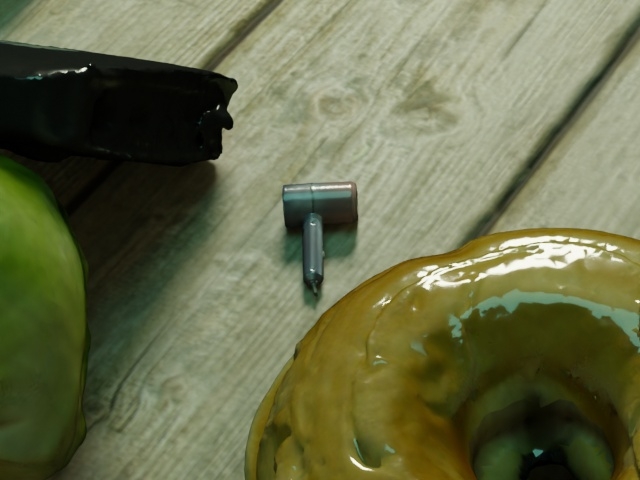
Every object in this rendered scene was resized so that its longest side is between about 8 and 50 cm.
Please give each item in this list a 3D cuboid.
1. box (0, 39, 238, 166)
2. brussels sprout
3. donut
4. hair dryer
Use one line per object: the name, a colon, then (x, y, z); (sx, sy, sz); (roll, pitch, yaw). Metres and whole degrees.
box: (-0.278, -0.124, 1.620); (0.350, 0.091, 0.359); (9, 4, 20)
brussels sprout: (-0.280, 0.052, 1.449); (0.227, 0.259, 0.294); (-16, 60, 3)
donut: (0.151, 0.168, 1.313); (0.449, 0.198, 0.449); (-6, 45, 6)
hair dryer: (0.000, 0.000, 1.621); (0.063, 0.037, 0.114); (-3, 52, 4)
